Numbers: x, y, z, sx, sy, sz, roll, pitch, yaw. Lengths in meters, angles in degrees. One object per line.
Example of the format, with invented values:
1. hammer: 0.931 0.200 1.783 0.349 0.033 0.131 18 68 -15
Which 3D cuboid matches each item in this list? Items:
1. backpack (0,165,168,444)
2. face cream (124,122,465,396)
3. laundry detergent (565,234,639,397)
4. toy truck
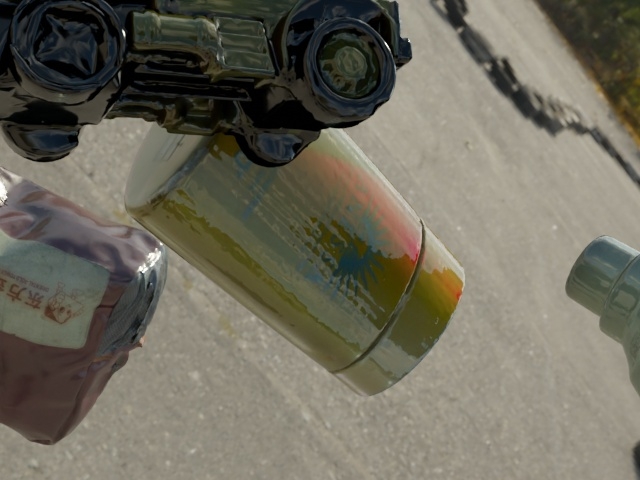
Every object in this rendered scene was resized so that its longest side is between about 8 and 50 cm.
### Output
1. backpack: -0.345 0.090 1.081 0.283 0.317 0.197 25 30 5
2. face cream: 0.000 0.000 0.626 0.067 0.139 0.285 11 -24 45
3. laundry detergent: 0.367 0.134 0.705 0.398 0.264 0.125 34 40 30
4. toy truck: -0.092 -0.105 0.439 0.257 0.127 0.127 5 77 -21
